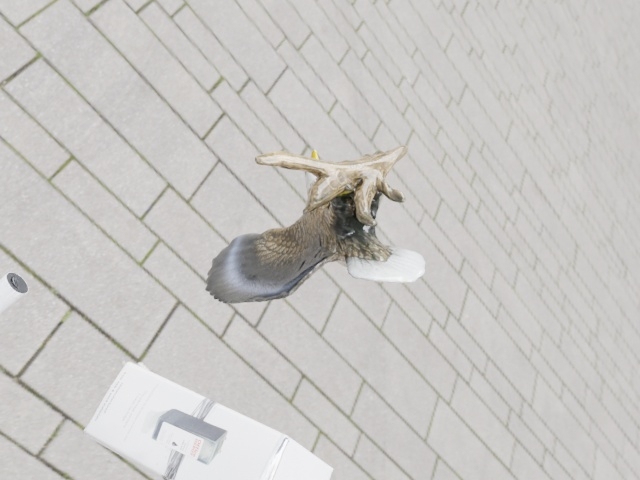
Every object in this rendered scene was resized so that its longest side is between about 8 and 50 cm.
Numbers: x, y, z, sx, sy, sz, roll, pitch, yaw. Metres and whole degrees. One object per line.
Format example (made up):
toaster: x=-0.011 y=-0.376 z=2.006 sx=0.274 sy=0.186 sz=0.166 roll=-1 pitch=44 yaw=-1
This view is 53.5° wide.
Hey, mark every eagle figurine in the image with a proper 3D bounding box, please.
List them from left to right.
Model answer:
eagle figurine: x=0.001 y=-0.009 z=0.813 sx=0.226 sy=0.298 sz=0.225 roll=28 pitch=50 yaw=-5

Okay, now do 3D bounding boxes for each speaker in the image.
speaker: x=-0.654 y=0.123 z=1.271 sx=0.055 sy=0.136 sz=0.055 roll=51 pitch=8 yaw=-10

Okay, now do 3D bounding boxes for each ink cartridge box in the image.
ink cartridge box: x=-0.115 y=0.228 z=0.682 sx=0.092 sy=0.217 sz=0.158 roll=-61 pitch=149 yaw=-20
